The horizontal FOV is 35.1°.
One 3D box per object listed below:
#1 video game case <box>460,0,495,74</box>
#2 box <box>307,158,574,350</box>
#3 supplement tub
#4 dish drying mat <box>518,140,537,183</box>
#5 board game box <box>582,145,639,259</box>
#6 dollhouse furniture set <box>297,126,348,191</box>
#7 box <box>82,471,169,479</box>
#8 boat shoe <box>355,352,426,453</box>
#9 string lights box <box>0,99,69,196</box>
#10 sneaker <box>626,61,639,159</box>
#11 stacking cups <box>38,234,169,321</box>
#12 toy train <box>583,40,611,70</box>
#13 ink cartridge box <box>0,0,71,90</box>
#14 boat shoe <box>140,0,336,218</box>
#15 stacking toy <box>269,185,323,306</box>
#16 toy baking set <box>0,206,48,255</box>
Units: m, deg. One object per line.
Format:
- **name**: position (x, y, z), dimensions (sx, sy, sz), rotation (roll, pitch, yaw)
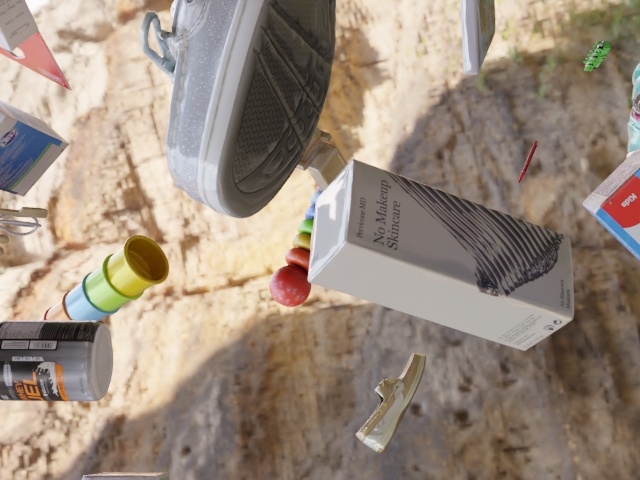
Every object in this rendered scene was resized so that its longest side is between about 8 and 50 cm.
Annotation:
- **video game case**: position (0.216, -0.357, 1.384), dimensions (0.193, 0.023, 0.212), rotation (-60, -32, -58)
- **box**: position (0.131, 0.019, 1.077), dimensions (0.275, 0.094, 0.113), rotation (18, -125, -19)
- **supplement tub**: position (-0.402, 0.172, 1.447), dimensions (0.117, 0.191, 0.117), rotation (-1, -90, -86)
- **dish drying mat**: position (0.366, -0.138, 1.783), dimensions (0.032, 0.008, 0.083), rotation (101, -165, -53)
- **board game box**: position (0.353, -0.103, 0.811), dimensions (0.086, 0.302, 0.308), rotation (46, -168, 7)
- **dollhouse furniture set**: position (-0.075, -0.094, 1.248), dimensions (0.161, 0.101, 0.182), rotation (-52, -41, -16)
- **box**: position (-0.319, 0.511, 1.644), dimensions (0.231, 0.127, 0.261), rotation (111, 159, -76)
- **boat shoe**: position (0.088, 0.195, 1.254), dimensions (0.135, 0.045, 0.050), rotation (-61, -4, -19)
- **string lights box**: position (-0.545, -0.161, 1.730), dimensions (0.077, 0.133, 0.260), rotation (42, -179, 9)
- **sneaker**: position (0.523, -0.202, 1.369), dimensions (0.295, 0.124, 0.178), rotation (163, 106, -66)
- **stacking cups**: position (-0.396, 0.103, 1.772), dimensions (0.096, 0.316, 0.096), rotation (31, -139, -32)
- **toy train**: position (0.415, -0.276, 1.515), dimensions (0.083, 0.024, 0.017), rotation (90, 178, -75)
- **ink cartridge box**: position (-0.549, -0.361, 1.593), dimensions (0.066, 0.296, 0.261), rotation (-45, -37, -24)
- **boat shoe**: position (-0.051, -0.165, 0.642), dimensions (0.118, 0.103, 0.320), rotation (46, -132, -64)
- **stacking toy**: position (0.000, 0.000, 2.175), dimensions (0.330, 0.141, 0.141), rotation (-60, -36, -19)
- **toy baking set**: position (-0.595, -0.031, 1.731), dimensions (0.197, 0.256, 0.030), rotation (21, -127, -46)
